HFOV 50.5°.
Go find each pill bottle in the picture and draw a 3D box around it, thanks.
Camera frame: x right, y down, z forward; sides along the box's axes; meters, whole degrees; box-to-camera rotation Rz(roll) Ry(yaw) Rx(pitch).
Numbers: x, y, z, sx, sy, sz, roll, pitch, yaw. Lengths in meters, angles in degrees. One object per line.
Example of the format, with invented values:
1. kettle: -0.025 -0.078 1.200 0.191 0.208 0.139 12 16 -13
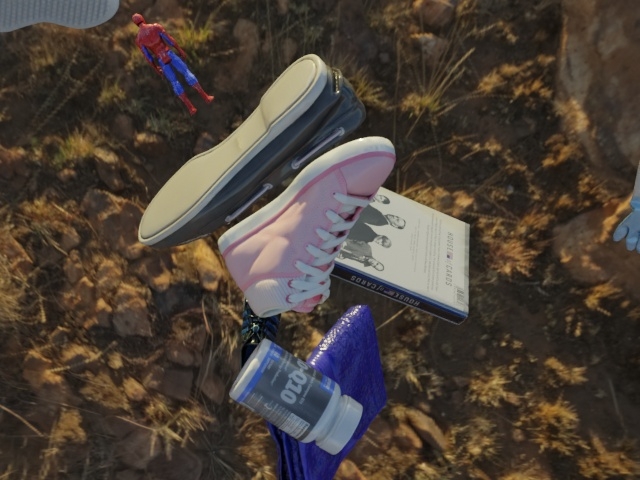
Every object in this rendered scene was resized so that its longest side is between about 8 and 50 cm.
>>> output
1. pill bottle: -0.026 0.178 0.766 0.137 0.078 0.078 33 71 -4

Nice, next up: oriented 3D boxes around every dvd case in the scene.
1. dvd case: 0.093 0.000 0.925 0.238 0.030 0.179 23 44 -8

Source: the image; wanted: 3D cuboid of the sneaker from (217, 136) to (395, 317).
1. sneaker: 0.000 0.000 0.402 0.134 0.051 0.070 -34 68 28

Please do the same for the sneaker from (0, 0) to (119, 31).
1. sneaker: -0.526 -0.496 1.341 0.321 0.126 0.127 3 47 18

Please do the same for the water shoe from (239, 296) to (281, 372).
1. water shoe: -0.109 0.166 1.242 0.072 0.080 0.203 4 98 -3

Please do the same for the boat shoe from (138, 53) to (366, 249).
1. boat shoe: -0.087 -0.079 0.823 0.095 0.335 0.112 34 29 -35

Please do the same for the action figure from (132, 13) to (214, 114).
1. action figure: -0.162 -0.190 0.723 0.038 0.030 0.115 -33 109 9

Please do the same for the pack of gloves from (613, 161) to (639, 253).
1. pack of gloves: 0.496 -0.019 0.879 0.195 0.232 0.046 8 61 16

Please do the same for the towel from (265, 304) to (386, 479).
1. towel: 0.024 0.274 1.127 0.076 0.228 0.308 8 30 26
